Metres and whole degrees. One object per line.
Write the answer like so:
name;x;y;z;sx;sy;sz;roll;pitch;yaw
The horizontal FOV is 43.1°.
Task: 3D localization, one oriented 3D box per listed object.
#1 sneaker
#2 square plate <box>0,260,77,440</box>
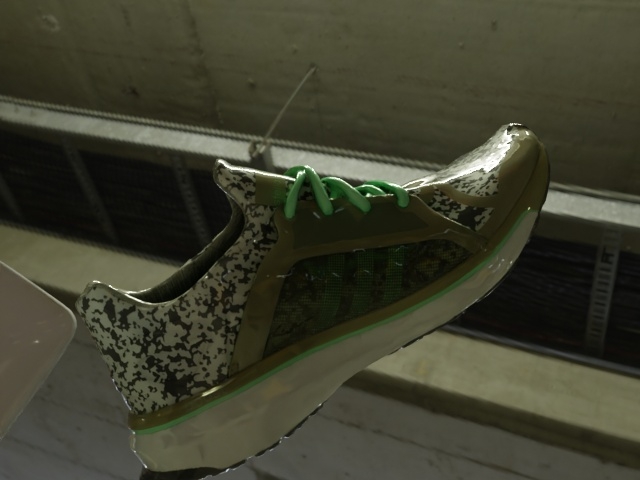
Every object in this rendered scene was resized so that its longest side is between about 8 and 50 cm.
sneaker;0.000;0.000;0.608;0.182;0.410;0.158;58;-17;-13
square plate;-0.331;0.068;0.326;0.344;0.347;0.049;38;-43;-14
